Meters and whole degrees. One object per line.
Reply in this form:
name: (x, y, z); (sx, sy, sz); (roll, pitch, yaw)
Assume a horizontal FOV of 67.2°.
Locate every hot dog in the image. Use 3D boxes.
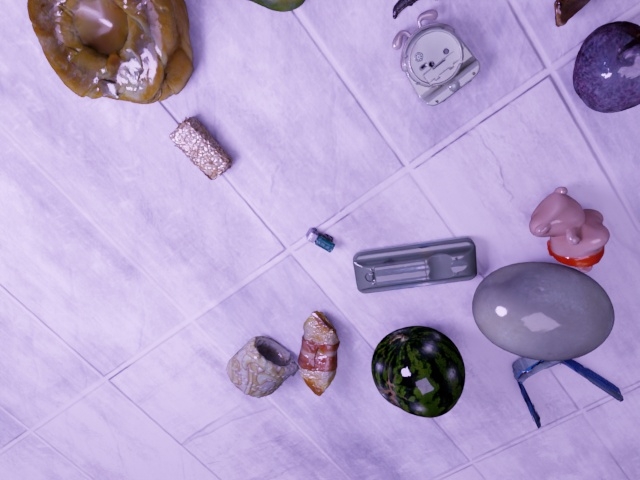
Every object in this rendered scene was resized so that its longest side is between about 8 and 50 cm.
hot dog: (-0.003, 0.335, 1.456); (0.123, 0.093, 0.261); (10, 99, 8)

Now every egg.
egg: (0.580, 0.184, 1.265); (0.352, 0.258, 0.258); (0, 114, 5)

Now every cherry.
cherry: (0.655, -0.378, 1.060); (0.195, 0.195, 0.195); (1, 114, 3)

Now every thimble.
thimble: (-0.174, 0.387, 1.467); (0.190, 0.137, 0.143); (31, 110, -26)

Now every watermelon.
watermelon: (0.279, 0.367, 1.360); (0.269, 0.269, 0.268); (1, 114, 3)

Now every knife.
knife: (0.267, -0.559, 1.083); (0.222, 0.021, 0.045); (-14, 111, 14)

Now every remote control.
remote control: (0.262, 0.073, 1.338); (0.335, 0.065, 0.128); (-8, 110, 7)

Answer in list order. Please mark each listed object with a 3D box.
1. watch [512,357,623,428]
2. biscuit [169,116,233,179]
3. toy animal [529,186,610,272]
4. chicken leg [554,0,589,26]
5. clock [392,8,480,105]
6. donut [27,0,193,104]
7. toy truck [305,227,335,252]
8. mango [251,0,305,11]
watch: (0.747, 0.433, 1.467); (0.276, 0.068, 0.274); (-27, 109, 14)
biscuit: (-0.303, -0.235, 1.234); (0.082, 0.070, 0.168); (-35, 109, 24)
toy animal: (0.637, -0.021, 1.226); (0.198, 0.171, 0.171); (40, 110, -11)
chicken leg: (0.688, -0.571, 0.990); (0.409, 0.182, 0.295); (-39, 123, 22)
clock: (0.262, -0.426, 1.121); (0.151, 0.062, 0.191); (-36, 106, 17)
donut: (-0.459, -0.476, 1.088); (0.360, 0.170, 0.360); (4, 114, 8)
toy truck: (0.000, 0.000, 1.333); (0.083, 0.044, 0.039); (29, 109, -10)
mango: (-0.115, -0.580, 1.062); (0.191, 0.085, 0.122); (17, 117, -5)
